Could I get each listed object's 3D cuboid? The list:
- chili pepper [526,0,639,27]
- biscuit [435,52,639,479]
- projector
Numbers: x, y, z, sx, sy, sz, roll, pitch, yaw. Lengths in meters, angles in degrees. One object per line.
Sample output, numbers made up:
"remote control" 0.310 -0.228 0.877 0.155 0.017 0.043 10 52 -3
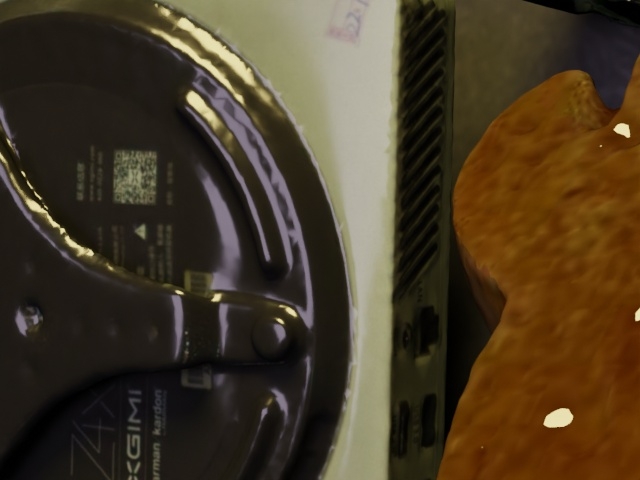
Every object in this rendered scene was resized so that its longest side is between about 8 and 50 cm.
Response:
"chili pepper" 0.118 -0.185 0.594 0.088 0.059 0.227 17 91 1
"biscuit" 0.160 0.002 0.436 0.314 0.063 0.367 0 50 47
"projector" -0.081 0.025 0.650 0.259 0.079 0.257 3 94 30
